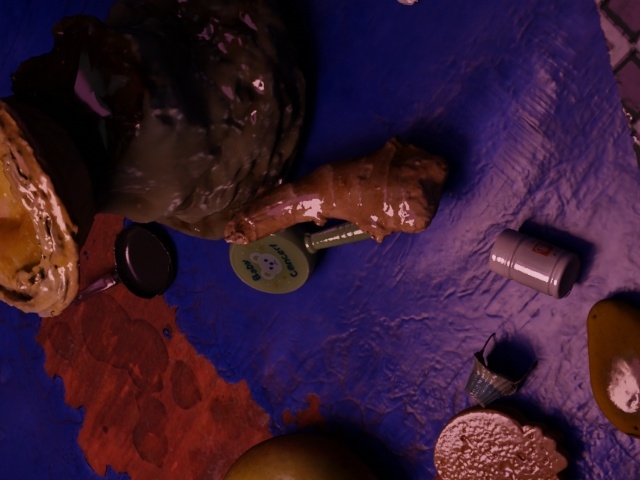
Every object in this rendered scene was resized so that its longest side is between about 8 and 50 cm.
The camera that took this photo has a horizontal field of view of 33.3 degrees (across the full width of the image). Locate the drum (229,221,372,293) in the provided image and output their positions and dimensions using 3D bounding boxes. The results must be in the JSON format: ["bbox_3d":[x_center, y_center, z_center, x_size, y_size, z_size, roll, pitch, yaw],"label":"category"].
[{"bbox_3d":[-0.014,-0.014,1.372,0.253,0.049,0.130,-31,116,34],"label":"drum"}]

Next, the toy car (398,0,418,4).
[{"bbox_3d":[0.095,-0.322,1.255,0.041,0.025,0.093,-14,93,39],"label":"toy car"}]

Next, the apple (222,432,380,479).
[{"bbox_3d":[-0.029,0.377,1.422,0.261,0.194,0.260,4,98,32],"label":"apple"}]

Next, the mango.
[{"bbox_3d":[0.338,0.138,1.165,0.103,0.076,0.161,-31,74,44],"label":"mango"}]

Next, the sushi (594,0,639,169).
[{"bbox_3d":[0.434,-0.156,1.025,0.294,0.059,0.292,-16,91,38],"label":"sushi"}]

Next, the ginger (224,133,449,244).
[{"bbox_3d":[0.019,-0.043,1.301,0.295,0.086,0.131,-15,66,19],"label":"ginger"}]

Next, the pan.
[{"bbox_3d":[-0.300,0.051,1.634,0.212,0.040,0.114,-29,85,31],"label":"pan"}]

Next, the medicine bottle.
[{"bbox_3d":[0.243,0.026,1.215,0.089,0.057,0.057,23,114,30],"label":"medicine bottle"}]

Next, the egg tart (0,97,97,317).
[{"bbox_3d":[-0.341,-0.052,1.197,0.288,0.118,0.288,23,127,34],"label":"egg tart"}]

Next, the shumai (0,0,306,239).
[{"bbox_3d":[-0.224,-0.164,1.349,0.324,0.323,0.397,37,123,21],"label":"shumai"}]

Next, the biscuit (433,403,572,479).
[{"bbox_3d":[0.228,0.269,1.297,0.170,0.050,0.170,7,107,25],"label":"biscuit"}]

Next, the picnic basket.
[{"bbox_3d":[0.207,0.157,1.277,0.065,0.083,0.083,38,83,31],"label":"picnic basket"}]
